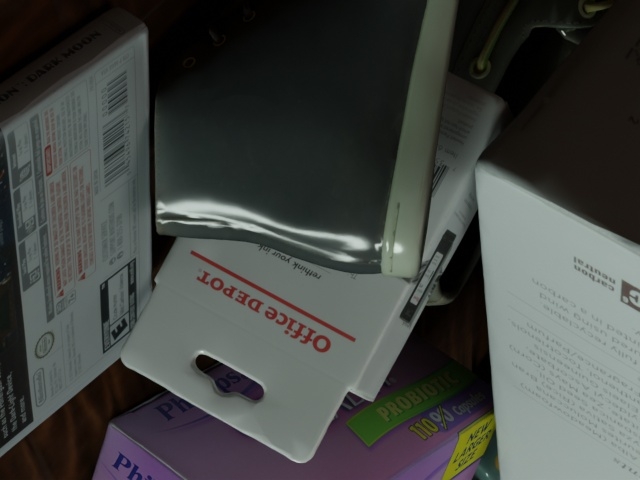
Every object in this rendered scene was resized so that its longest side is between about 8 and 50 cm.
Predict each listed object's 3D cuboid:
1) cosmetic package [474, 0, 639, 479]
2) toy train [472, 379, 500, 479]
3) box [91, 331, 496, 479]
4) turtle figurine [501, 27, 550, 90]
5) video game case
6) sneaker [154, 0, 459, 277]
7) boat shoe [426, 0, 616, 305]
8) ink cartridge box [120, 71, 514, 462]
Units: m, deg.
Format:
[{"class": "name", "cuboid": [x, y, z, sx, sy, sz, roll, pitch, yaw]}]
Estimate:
[{"class": "cosmetic package", "cuboid": [0.217, 0.041, 0.933, 0.230, 0.161, 0.453, -49, 154, -21]}, {"class": "toy train", "cuboid": [0.201, 0.145, 1.308, 0.334, 0.190, 0.142, -42, -168, -17]}, {"class": "box", "cuboid": [-0.033, 0.183, 0.973, 0.213, 0.117, 0.243, -25, 142, -50]}, {"class": "turtle figurine", "cuboid": [0.176, -0.088, 1.041, 0.175, 0.118, 0.234, -54, 151, -4]}, {"class": "video game case", "cuboid": [-0.132, 0.022, 0.693, 0.173, 0.022, 0.190, -41, 153, -32]}, {"class": "sneaker", "cuboid": [-0.002, -0.101, 0.723, 0.083, 0.118, 0.222, 84, 14, -79]}, {"class": "boat shoe", "cuboid": [0.103, -0.110, 0.885, 0.305, 0.091, 0.109, -58, 157, 5]}, {"class": "ink cartridge box", "cuboid": [0.000, 0.000, 0.788, 0.180, 0.104, 0.060, -61, 166, -2]}]
